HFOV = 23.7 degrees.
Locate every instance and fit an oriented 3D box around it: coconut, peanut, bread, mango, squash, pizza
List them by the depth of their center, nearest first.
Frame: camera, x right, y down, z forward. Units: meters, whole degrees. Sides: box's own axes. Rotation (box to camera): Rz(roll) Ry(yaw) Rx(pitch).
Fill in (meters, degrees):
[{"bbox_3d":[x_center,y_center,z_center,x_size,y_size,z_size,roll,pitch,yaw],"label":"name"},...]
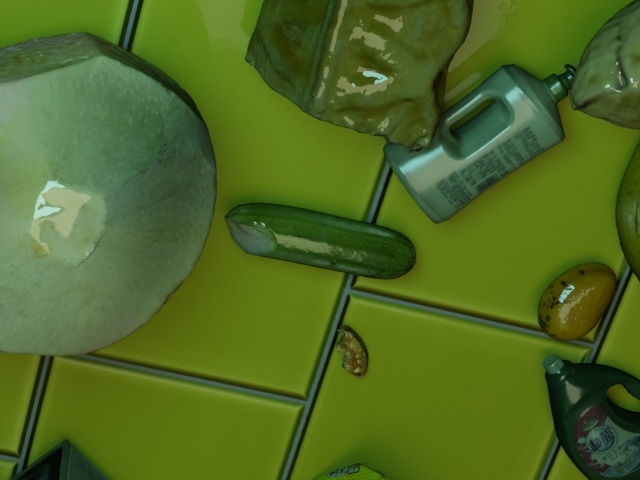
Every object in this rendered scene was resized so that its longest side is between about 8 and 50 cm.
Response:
[{"bbox_3d":[-0.269,-0.046,1.589,0.352,0.353,0.353,-2,115,-4],"label":"coconut"},{"bbox_3d":[0.046,-0.248,1.624,0.238,0.196,0.252,17,115,-17],"label":"bread"},{"bbox_3d":[0.431,-0.226,1.680,0.340,0.174,0.158,-27,129,11],"label":"peanut"},{"bbox_3d":[0.000,0.000,1.803,0.238,0.069,0.069,12,113,-12],"label":"squash"},{"bbox_3d":[0.317,0.074,1.875,0.114,0.057,0.079,-44,104,11],"label":"mango"},{"bbox_3d":[0.039,0.138,1.902,0.037,0.016,0.083,-20,119,3],"label":"pizza"}]

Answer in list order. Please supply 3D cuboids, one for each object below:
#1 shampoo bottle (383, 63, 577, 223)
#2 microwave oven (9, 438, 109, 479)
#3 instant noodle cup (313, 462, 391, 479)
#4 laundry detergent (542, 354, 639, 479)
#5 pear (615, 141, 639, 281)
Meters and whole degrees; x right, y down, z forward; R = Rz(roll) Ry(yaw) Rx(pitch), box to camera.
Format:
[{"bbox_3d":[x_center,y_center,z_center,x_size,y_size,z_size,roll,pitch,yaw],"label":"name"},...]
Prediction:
[{"bbox_3d":[0.198,-0.126,1.751,0.234,0.087,0.118,-34,114,10],"label":"shampoo bottle"},{"bbox_3d":[-0.352,0.375,1.915,0.205,0.129,0.163,-35,115,11],"label":"microwave oven"},{"bbox_3d":[0.067,0.467,1.926,0.311,0.311,0.221,-43,122,14],"label":"instant noodle cup"},{"bbox_3d":[0.358,0.218,1.945,0.137,0.063,0.211,-35,111,9],"label":"laundry detergent"},{"bbox_3d":[0.532,-0.009,1.781,0.340,0.191,0.387,-7,115,-2],"label":"pear"}]
